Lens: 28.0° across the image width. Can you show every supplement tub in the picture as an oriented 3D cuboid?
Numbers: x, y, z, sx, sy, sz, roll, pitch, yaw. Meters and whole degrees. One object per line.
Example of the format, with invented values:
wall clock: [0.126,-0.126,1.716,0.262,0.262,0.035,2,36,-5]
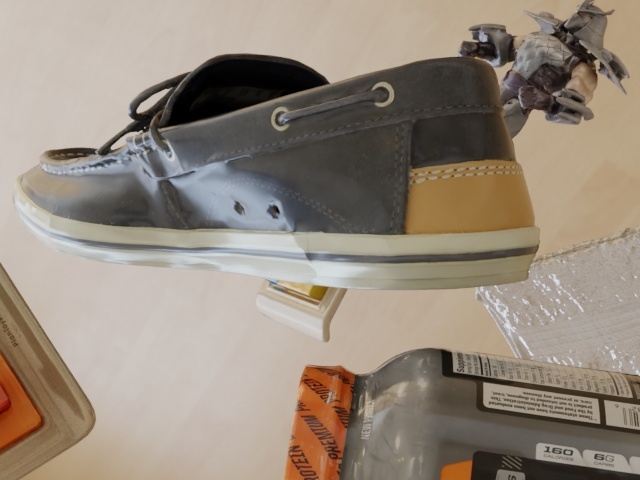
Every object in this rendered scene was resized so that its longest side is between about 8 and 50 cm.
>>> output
supplement tub: [0.135,0.167,0.730,0.316,0.193,0.193,7,124,2]

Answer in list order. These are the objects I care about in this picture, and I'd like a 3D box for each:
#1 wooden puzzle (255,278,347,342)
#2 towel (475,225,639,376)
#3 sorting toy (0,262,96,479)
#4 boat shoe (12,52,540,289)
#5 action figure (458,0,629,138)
wooden puzzle: [0.000,0.000,1.662,0.044,0.238,0.221,26,176,-26]
towel: [0.331,0.089,1.556,0.282,0.049,0.187,-21,108,46]
sorting toy: [-0.271,0.097,0.825,0.347,0.196,0.047,54,165,11]
boat shoe: [-0.055,-0.056,0.937,0.500,0.187,0.155,4,97,47]
action figure: [0.175,-0.129,1.233,0.099,0.185,0.285,40,98,-26]
